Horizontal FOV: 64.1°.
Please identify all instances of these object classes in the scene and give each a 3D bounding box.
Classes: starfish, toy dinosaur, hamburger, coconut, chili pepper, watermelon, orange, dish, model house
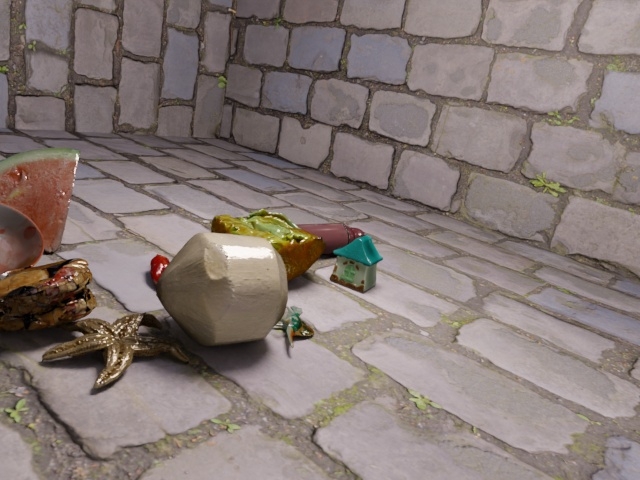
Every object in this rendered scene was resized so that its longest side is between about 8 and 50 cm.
[{"bbox_3d":[-0.390,0.199,0.961,0.277,0.062,0.235,17,23,4],"label":"starfish"},{"bbox_3d":[-0.057,0.199,1.178,0.106,0.044,0.187,19,10,-33],"label":"toy dinosaur"},{"bbox_3d":[-0.559,0.108,0.992,0.231,0.106,0.231,-5,18,2],"label":"hamburger"},{"bbox_3d":[-0.209,0.101,1.066,0.266,0.237,0.237,8,16,-32],"label":"coconut"},{"bbox_3d":[-0.408,0.078,1.310,0.059,0.050,0.191,20,18,-34],"label":"chili pepper"},{"bbox_3d":[-0.780,-0.123,1.394,0.293,0.250,0.283,21,24,36],"label":"watermelon"},{"bbox_3d":[-0.153,0.012,1.447,0.262,0.196,0.335,39,33,28],"label":"orange"},{"bbox_3d":[-0.767,0.018,1.134,0.260,0.085,0.260,26,31,-17],"label":"dish"},{"bbox_3d":[0.111,0.061,1.531,0.127,0.148,0.100,18,15,25],"label":"model house"}]

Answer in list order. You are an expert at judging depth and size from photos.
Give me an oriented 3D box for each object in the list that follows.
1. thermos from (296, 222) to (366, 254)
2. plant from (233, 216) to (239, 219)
[{"bbox_3d":[0.005,0.004,1.745,0.330,0.136,0.109,-3,50,-39],"label":"thermos"},{"bbox_3d":[-0.323,-0.051,1.782,0.051,0.051,0.102,25,32,38],"label":"plant"}]
